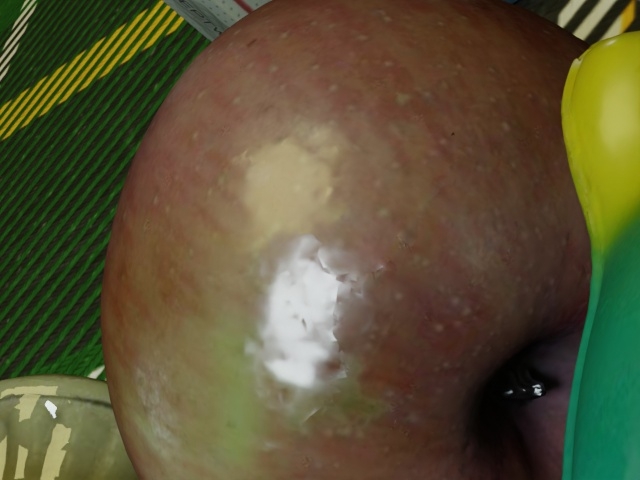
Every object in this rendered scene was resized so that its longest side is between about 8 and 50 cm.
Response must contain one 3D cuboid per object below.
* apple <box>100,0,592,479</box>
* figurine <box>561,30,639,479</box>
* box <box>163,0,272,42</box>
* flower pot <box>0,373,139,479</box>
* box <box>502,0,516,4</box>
[{"bbox_3d":[0.039,0.026,0.606,0.306,0.305,0.235,-55,35,-4],"label":"apple"},{"bbox_3d":[0.193,0.053,0.404,0.323,0.231,0.340,23,64,23],"label":"figurine"},{"bbox_3d":[0.002,-0.303,1.056,0.095,0.210,0.330,10,67,56],"label":"box"},{"bbox_3d":[-0.164,0.224,0.681,0.307,0.307,0.244,-35,19,26],"label":"flower pot"},{"bbox_3d":[0.134,-0.211,0.940,0.099,0.054,0.074,-31,35,31],"label":"box"}]
